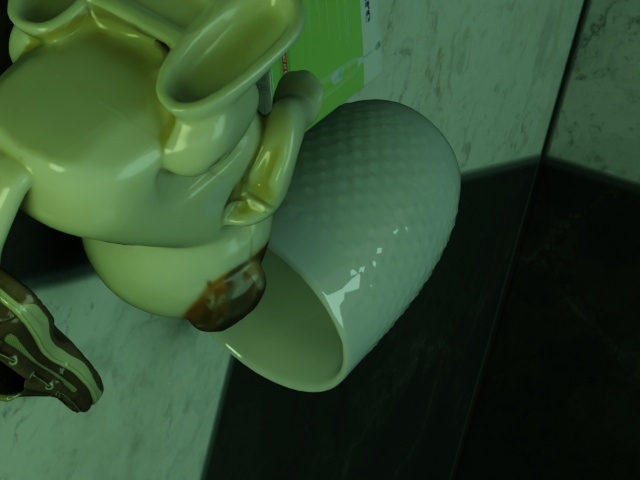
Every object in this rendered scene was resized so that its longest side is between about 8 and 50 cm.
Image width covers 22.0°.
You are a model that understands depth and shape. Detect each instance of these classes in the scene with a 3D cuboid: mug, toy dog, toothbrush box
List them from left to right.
[{"bbox_3d":[-0.157,-0.066,1.655,0.395,0.285,0.408,-62,159,-20],"label":"toy dog"},{"bbox_3d":[-0.041,-0.254,1.947,0.283,0.122,0.206,-41,133,-51],"label":"toothbrush box"},{"bbox_3d":[0.000,0.000,2.108,0.328,0.276,0.374,-46,-179,-32],"label":"mug"}]

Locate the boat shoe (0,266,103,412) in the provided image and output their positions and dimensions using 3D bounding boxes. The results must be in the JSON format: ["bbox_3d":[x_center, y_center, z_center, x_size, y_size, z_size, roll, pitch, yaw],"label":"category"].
[{"bbox_3d":[-0.312,0.124,1.714,0.095,0.095,0.257,-49,147,-16],"label":"boat shoe"}]
